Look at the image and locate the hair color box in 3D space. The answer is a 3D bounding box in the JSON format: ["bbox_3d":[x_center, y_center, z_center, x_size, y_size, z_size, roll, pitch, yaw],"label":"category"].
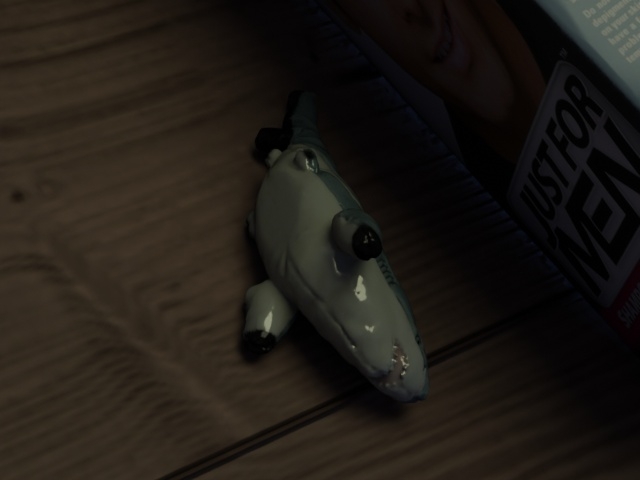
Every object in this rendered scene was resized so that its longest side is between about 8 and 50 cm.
[{"bbox_3d":[0.096,-0.111,0.796,0.113,0.185,0.374,-37,76,-14],"label":"hair color box"}]

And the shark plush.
[{"bbox_3d":[0.000,0.000,0.781,0.067,0.073,0.161,27,20,-35],"label":"shark plush"}]
